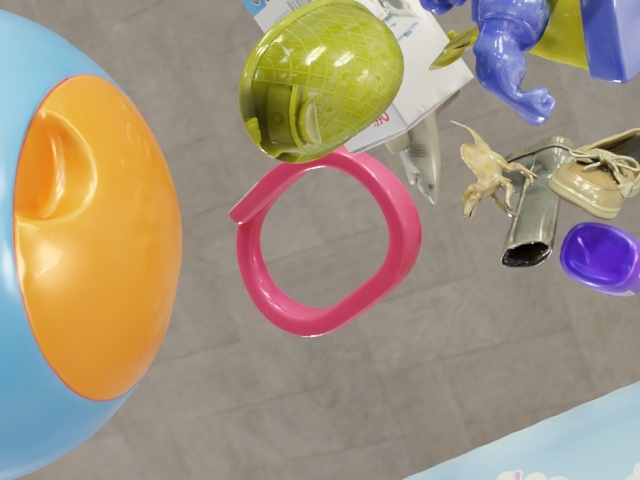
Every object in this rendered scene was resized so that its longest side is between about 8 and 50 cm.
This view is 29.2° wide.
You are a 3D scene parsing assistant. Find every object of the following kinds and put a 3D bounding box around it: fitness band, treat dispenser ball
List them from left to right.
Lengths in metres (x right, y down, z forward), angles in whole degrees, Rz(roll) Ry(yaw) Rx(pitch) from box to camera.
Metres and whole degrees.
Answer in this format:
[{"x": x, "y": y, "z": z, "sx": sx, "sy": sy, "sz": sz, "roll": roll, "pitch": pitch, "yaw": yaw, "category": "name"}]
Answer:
[{"x": -0.226, "y": 0.004, "z": 0.723, "sx": 0.288, "sy": 0.288, "sz": 0.288, "roll": 10, "pitch": 113, "yaw": 24, "category": "treat dispenser ball"}, {"x": 0.000, "y": 0.000, "z": 1.525, "sx": 0.209, "sy": 0.054, "sz": 0.291, "roll": 53, "pitch": 131, "yaw": 3, "category": "fitness band"}]

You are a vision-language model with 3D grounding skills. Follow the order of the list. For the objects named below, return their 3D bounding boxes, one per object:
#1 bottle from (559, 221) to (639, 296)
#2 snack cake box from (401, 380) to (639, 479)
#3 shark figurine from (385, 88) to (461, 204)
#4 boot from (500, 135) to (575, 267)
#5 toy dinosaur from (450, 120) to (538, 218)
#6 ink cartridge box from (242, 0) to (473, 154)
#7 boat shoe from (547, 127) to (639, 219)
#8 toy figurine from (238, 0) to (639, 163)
[{"x": 0.435, "y": 0.034, "z": 1.842, "sx": 0.118, "sy": 0.283, "sz": 0.092, "roll": 21, "pitch": 91, "yaw": 21, "category": "bottle"}, {"x": 0.202, "y": 0.202, "z": 0.894, "sx": 0.264, "sy": 0.089, "sz": 0.152, "roll": -27, "pitch": 128, "yaw": 18, "category": "snack cake box"}, {"x": 0.123, "y": -0.183, "z": 1.583, "sx": 0.116, "sy": 0.278, "sz": 0.166, "roll": -18, "pitch": 60, "yaw": 12, "category": "shark figurine"}, {"x": 0.319, "y": -0.047, "z": 1.919, "sx": 0.076, "sy": 0.208, "sz": 0.190, "roll": 21, "pitch": 154, "yaw": -16, "category": "boot"}, {"x": 0.191, "y": -0.083, "z": 1.373, "sx": 0.093, "sy": 0.183, "sz": 0.053, "roll": 32, "pitch": 123, "yaw": -18, "category": "toy dinosaur"}, {"x": 0.021, "y": -0.179, "z": 1.025, "sx": 0.190, "sy": 0.082, "sz": 0.140, "roll": 53, "pitch": 162, "yaw": -8, "category": "ink cartridge box"}, {"x": 0.394, "y": -0.101, "z": 1.693, "sx": 0.105, "sy": 0.285, "sz": 0.089, "roll": 34, "pitch": 116, "yaw": 14, "category": "boat shoe"}, {"x": 0.139, "y": -0.169, "z": 0.757, "sx": 0.217, "sy": 0.363, "sz": 0.191, "roll": 20, "pitch": 132, "yaw": 39, "category": "toy figurine"}]
